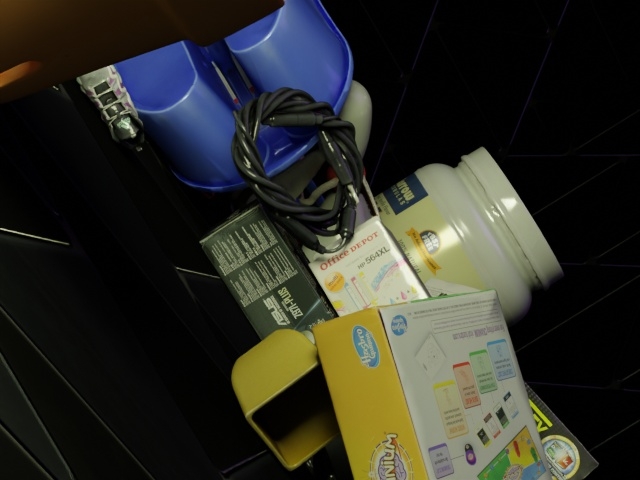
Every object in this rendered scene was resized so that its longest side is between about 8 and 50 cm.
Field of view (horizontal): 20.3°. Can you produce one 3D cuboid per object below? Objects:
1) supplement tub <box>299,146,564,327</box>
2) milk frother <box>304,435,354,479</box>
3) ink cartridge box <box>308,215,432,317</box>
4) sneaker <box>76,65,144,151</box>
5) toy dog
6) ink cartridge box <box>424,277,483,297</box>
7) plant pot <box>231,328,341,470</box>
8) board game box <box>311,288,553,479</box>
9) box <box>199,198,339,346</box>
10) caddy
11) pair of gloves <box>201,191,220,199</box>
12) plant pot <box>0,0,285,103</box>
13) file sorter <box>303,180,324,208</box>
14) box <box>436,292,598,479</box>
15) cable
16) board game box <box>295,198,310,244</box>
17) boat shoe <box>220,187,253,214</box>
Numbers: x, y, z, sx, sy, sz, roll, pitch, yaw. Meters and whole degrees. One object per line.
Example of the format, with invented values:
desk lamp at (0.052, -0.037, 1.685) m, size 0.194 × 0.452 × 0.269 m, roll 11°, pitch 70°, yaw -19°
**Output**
supplement tub at (0.123, 0.048, 2.296) m, size 0.235 × 0.325 × 0.235 m, roll 58°, pitch 3°, yaw -4°
milk frother at (0.054, 0.182, 1.575) m, size 0.129 × 0.134 × 0.143 m, roll 55°, pitch 4°, yaw -40°
ink cartridge box at (0.057, 0.051, 1.882) m, size 0.143 × 0.092 × 0.090 m, roll 58°, pitch 4°, yaw 13°
sneaker at (-0.187, -0.120, 1.650) m, size 0.069 × 0.038 × 0.098 m, roll 59°, pitch 3°, yaw 40°
toy dog at (0.000, 0.000, 2.029) m, size 0.161 × 0.220 × 0.334 m, roll -38°, pitch 111°, yaw -52°
ink cartridge box at (0.120, 0.155, 2.024) m, size 0.203 × 0.086 × 0.148 m, roll -43°, pitch 139°, yaw -51°
plant pot at (-0.026, 0.120, 1.464) m, size 0.081 × 0.081 × 0.083 m, roll 56°, pitch -2°, yaw -40°
board game box at (0.116, 0.204, 1.468) m, size 0.242 × 0.064 × 0.317 m, roll -3°, pitch 75°, yaw -61°
box at (-0.044, 0.049, 1.889) m, size 0.180 × 0.077 × 0.147 m, roll 57°, pitch 3°, yaw -5°
caddy at (-0.103, -0.201, 1.983) m, size 0.179 × 0.241 × 0.341 m, roll 50°, pitch 8°, yaw -42°
pair of gloves at (-0.172, -0.129, 2.192) m, size 0.198 × 0.023 × 0.159 m, roll 56°, pitch 3°, yaw -20°
plant pot at (-0.181, -0.213, 1.080) m, size 0.291 × 0.203 × 0.291 m, roll 57°, pitch 3°, yaw -5°
file sorter at (-0.058, -0.050, 2.312) m, size 0.118 × 0.104 × 0.170 m, roll 59°, pitch -3°, yaw -1°
box at (0.142, 0.186, 1.750) m, size 0.216 × 0.060 × 0.270 m, roll 48°, pitch -20°, yaw 9°
cable at (-0.019, -0.084, 1.821) m, size 0.047 × 0.151 × 0.184 m, roll -11°, pitch -42°, yaw 47°
board game box at (-0.034, -0.001, 2.640) m, size 0.233 × 0.078 × 0.347 m, roll 59°, pitch 3°, yaw 17°
boat shoe at (-0.082, -0.064, 2.185) m, size 0.073 × 0.080 × 0.224 m, roll 65°, pitch 8°, yaw -82°
